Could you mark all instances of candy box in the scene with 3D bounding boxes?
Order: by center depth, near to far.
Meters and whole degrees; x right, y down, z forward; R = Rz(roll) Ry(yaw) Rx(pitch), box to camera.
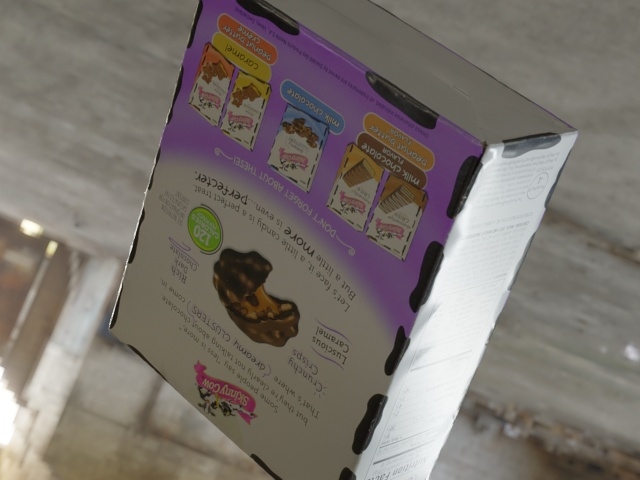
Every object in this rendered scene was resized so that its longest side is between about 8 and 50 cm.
[{"bbox_3d":[0.000,0.000,0.666,0.165,0.196,0.070,38,-148,31],"label":"candy box"}]
